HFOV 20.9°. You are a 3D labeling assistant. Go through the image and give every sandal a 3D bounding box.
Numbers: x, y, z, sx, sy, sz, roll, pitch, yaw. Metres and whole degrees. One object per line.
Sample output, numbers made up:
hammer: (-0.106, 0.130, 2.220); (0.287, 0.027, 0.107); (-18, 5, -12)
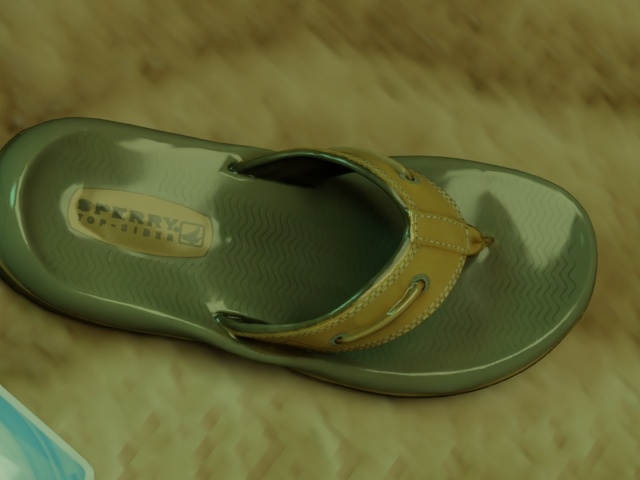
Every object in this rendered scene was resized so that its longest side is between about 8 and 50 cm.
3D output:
sandal: (0.000, 0.000, 0.471); (0.180, 0.049, 0.072); (10, 71, -22)

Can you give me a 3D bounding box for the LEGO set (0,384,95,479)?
LEGO set: (-0.187, 0.075, 0.362); (0.182, 0.060, 0.244); (43, 63, -3)
